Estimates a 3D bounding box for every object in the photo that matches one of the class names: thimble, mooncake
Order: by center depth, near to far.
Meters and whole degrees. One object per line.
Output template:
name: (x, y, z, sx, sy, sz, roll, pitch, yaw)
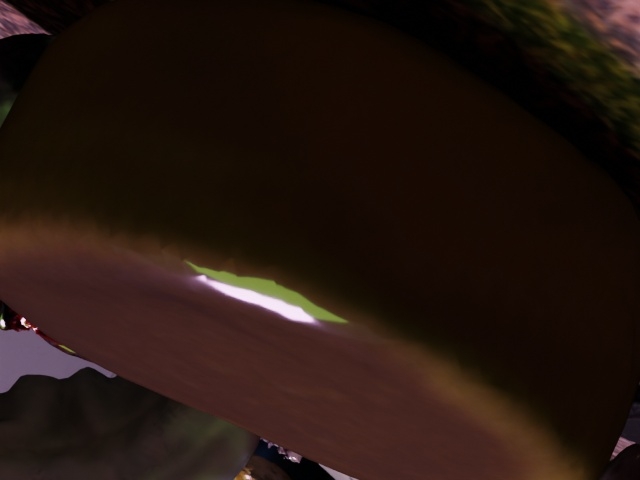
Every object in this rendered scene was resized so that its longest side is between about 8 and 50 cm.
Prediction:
mooncake: (0.000, 0.000, 0.544, 0.235, 0.117, 0.235, 22, 161, 8)
thimble: (-0.112, 0.021, 0.714, 0.237, 0.237, 0.150, 33, 173, -13)

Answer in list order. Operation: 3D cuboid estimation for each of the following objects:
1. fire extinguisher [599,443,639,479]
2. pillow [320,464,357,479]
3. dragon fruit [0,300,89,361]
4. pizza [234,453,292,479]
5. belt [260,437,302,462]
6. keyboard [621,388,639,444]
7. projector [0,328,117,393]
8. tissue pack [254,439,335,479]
fire extinguisher: (0.187, 0.173, 0.893, 0.252, 0.106, 0.075, 28, -170, 11)
pillow: (0.081, 0.155, 1.109, 0.250, 0.106, 0.186, 25, 170, 48)
dragon fruit: (-0.118, 0.029, 1.053, 0.192, 0.122, 0.092, 32, 155, 3)
pizza: (-0.081, 0.213, 1.339, 0.262, 0.034, 0.181, 44, 144, 21)
belt: (-0.069, 0.109, 1.353, 0.126, 0.094, 0.359, 36, 168, -7)
keyboard: (0.173, 0.088, 0.784, 0.060, 0.018, 0.195, 24, 171, -6)
projector: (-0.292, 0.075, 1.549, 0.257, 0.192, 0.099, 29, 175, 11)
tissue pack: (0.020, 0.260, 1.472, 0.287, 0.198, 0.206, 14, 143, 48)
